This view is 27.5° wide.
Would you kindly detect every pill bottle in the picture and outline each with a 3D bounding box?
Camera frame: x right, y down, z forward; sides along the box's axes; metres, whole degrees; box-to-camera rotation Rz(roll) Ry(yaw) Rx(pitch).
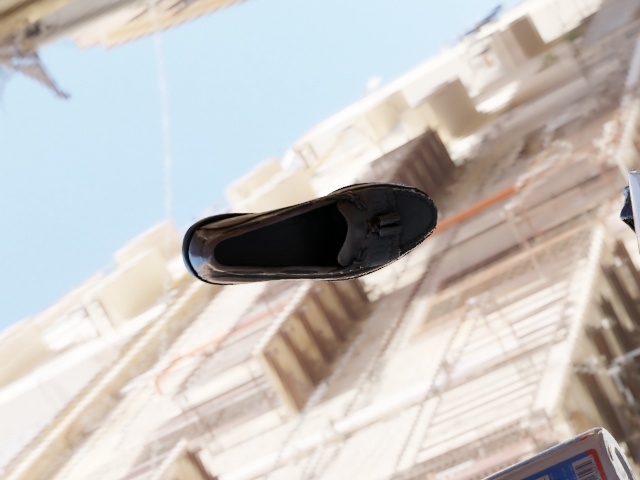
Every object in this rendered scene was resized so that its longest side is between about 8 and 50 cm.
[{"bbox_3d":[0.256,0.316,1.528,0.124,0.221,0.124,53,-161,-28],"label":"pill bottle"}]

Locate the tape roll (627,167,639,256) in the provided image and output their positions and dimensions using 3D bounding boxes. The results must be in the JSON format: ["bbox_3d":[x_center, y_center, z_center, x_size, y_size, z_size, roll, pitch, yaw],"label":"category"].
[{"bbox_3d":[0.480,-0.048,1.409,0.286,0.286,0.100,-15,-82,-64],"label":"tape roll"}]

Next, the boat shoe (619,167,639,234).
[{"bbox_3d":[0.451,0.008,1.628,0.254,0.095,0.079,42,-113,-40],"label":"boat shoe"}]

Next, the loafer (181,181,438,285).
[{"bbox_3d":[0.000,0.000,1.299,0.084,0.267,0.096,-174,74,-73],"label":"loafer"}]
